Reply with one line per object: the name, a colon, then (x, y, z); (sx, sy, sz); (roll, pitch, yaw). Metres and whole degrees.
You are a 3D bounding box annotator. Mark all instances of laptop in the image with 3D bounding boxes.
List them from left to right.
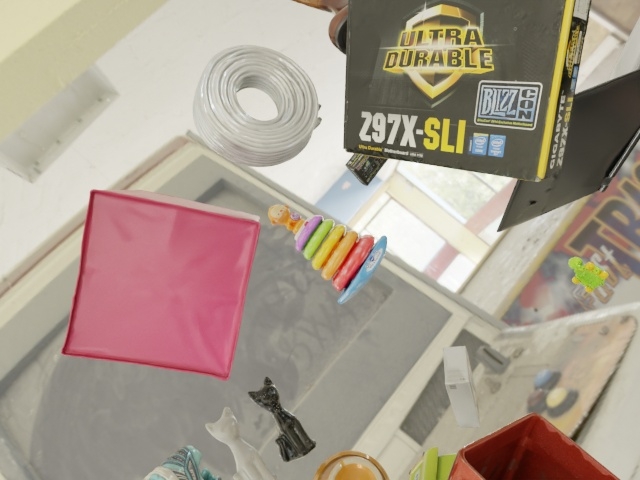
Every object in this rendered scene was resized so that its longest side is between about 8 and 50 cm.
laptop: (0.523, -0.267, 0.986); (0.382, 0.236, 0.408); (80, -159, -59)

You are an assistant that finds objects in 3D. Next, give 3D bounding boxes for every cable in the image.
cable: (-0.130, -0.277, 1.009); (0.257, 0.257, 0.089); (-59, 10, -25)

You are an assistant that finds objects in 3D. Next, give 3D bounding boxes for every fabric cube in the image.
fabric cube: (-0.248, 0.060, 0.838); (0.258, 0.254, 0.259); (-146, 68, -80)

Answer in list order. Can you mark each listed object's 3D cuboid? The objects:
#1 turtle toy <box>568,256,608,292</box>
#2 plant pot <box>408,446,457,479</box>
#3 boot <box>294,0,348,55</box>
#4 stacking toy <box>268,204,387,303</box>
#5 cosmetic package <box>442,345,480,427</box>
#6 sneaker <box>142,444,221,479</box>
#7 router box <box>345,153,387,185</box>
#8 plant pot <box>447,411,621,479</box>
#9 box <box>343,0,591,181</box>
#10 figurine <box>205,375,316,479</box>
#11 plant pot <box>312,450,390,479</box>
turtle toy: (0.892, 0.106, 1.632); (0.066, 0.130, 0.095); (-35, -23, -46)
plant pot: (0.390, 0.797, 1.521); (0.228, 0.207, 0.227); (-67, -6, -47)
boot: (0.003, -0.437, 0.877); (0.264, 0.280, 0.096); (-46, -21, -38)
stacking toy: (0.000, 0.000, 1.204); (0.175, 0.301, 0.166); (-54, -4, -27)
cosmetic package: (0.354, 0.370, 1.217); (0.099, 0.060, 0.239); (-84, -23, -44)
sneaker: (-0.218, 0.502, 0.901); (0.122, 0.110, 0.283); (-46, -51, -47)
router box: (0.136, -0.227, 1.365); (0.122, 0.038, 0.092); (-52, -40, -2)
plant pot: (0.316, 0.458, 0.712); (0.267, 0.267, 0.236); (3, -62, -44)
box: (0.175, -0.233, 0.665); (0.079, 0.322, 0.257); (-19, -62, -42)
figurine: (-0.150, 0.475, 1.192); (0.215, 0.209, 0.092); (-29, -8, -38)
plant pot: (0.077, 0.596, 1.149); (0.205, 0.205, 0.188); (-46, -22, -25)
